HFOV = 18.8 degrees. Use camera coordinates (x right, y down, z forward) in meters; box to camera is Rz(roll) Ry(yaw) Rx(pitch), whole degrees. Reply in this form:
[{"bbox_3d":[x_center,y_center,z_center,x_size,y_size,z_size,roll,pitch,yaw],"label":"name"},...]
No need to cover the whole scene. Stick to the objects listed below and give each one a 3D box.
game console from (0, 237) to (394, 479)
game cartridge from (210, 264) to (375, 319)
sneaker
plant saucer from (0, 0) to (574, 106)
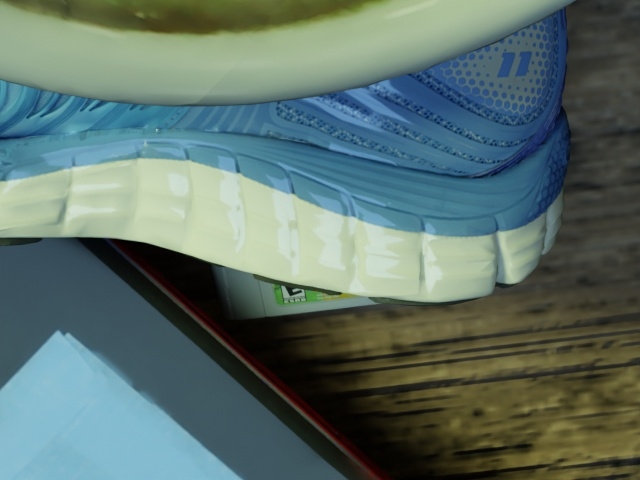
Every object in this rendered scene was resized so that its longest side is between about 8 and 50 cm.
[{"bbox_3d":[-0.100,0.194,0.725,0.386,0.060,0.342,43,99,-10],"label":"game console"},{"bbox_3d":[0.000,0.000,0.701,0.083,0.017,0.056,-8,121,6],"label":"game cartridge"},{"bbox_3d":[-0.080,-0.079,0.599,0.330,0.130,0.147,6,110,-7],"label":"sneaker"},{"bbox_3d":[-0.014,-0.230,0.443,0.400,0.100,0.400,-13,123,-21],"label":"plant saucer"}]
